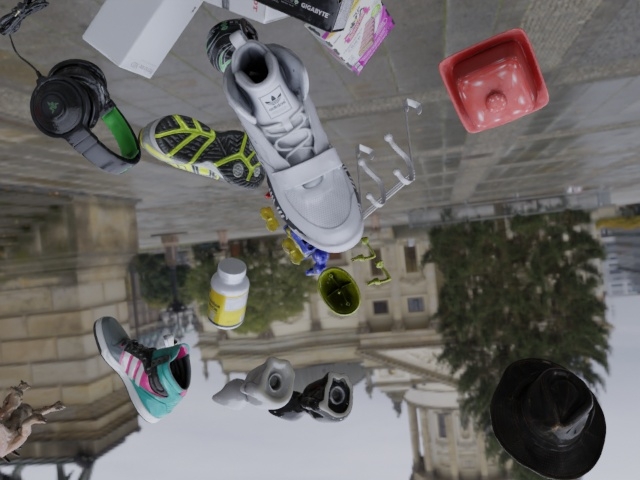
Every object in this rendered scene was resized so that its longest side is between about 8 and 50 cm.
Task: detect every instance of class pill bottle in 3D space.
[{"bbox_3d":[-0.246,0.141,1.628,0.103,0.184,0.103,9,-147,-6],"label":"pill bottle"}]

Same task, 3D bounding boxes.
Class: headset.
[{"bbox_3d":[-0.524,-0.327,1.319,0.185,0.394,0.243,-34,-150,12],"label":"headset"}]

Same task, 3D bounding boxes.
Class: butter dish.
[{"bbox_3d":[0.303,-0.258,1.051,0.160,0.160,0.118,-19,-152,24],"label":"butter dish"}]

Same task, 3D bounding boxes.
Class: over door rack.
[{"bbox_3d":[0.149,-0.219,1.624,0.108,0.324,0.239,30,136,-20],"label":"over door rack"}]

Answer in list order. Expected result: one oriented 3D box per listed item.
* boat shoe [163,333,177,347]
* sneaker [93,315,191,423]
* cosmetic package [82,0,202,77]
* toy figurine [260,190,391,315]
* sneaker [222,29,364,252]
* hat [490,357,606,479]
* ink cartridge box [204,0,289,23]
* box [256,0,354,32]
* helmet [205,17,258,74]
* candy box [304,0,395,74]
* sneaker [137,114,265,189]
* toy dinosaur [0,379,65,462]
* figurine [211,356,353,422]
[{"bbox_3d":[-0.427,0.299,1.742,0.035,0.035,0.100,-16,141,-14],"label":"boat shoe"},{"bbox_3d":[-0.419,0.284,1.494,0.178,0.295,0.124,-33,178,11],"label":"sneaker"},{"bbox_3d":[-0.513,-0.754,1.898,0.453,0.162,0.230,-51,177,11],"label":"cosmetic package"},{"bbox_3d":[0.000,0.000,1.550,0.191,0.362,0.217,-37,-174,-6],"label":"toy figurine"},{"bbox_3d":[-0.049,-0.154,0.953,0.138,0.365,0.210,-27,168,-1],"label":"sneaker"},{"bbox_3d":[0.602,0.425,1.532,0.332,0.331,0.134,-6,146,-16],"label":"hat"},{"bbox_3d":[-0.217,-0.724,1.564,0.308,0.223,0.129,27,-142,20],"label":"ink cartridge box"},{"bbox_3d":[-0.051,-0.542,1.009,0.296,0.293,0.073,27,-152,11],"label":"box"},{"bbox_3d":[-0.278,-0.599,1.891,0.162,0.169,0.169,-22,174,21],"label":"helmet"},{"bbox_3d":[0.075,-0.503,1.414,0.071,0.159,0.233,41,-169,20],"label":"candy box"},{"bbox_3d":[-0.297,-0.237,1.594,0.147,0.145,0.385,10,172,41],"label":"sneaker"},{"bbox_3d":[-0.737,0.448,1.423,0.200,0.127,0.296,-48,-172,-8],"label":"toy dinosaur"},{"bbox_3d":[-0.082,0.304,1.173,0.215,0.092,0.209,20,148,-27],"label":"figurine"}]
